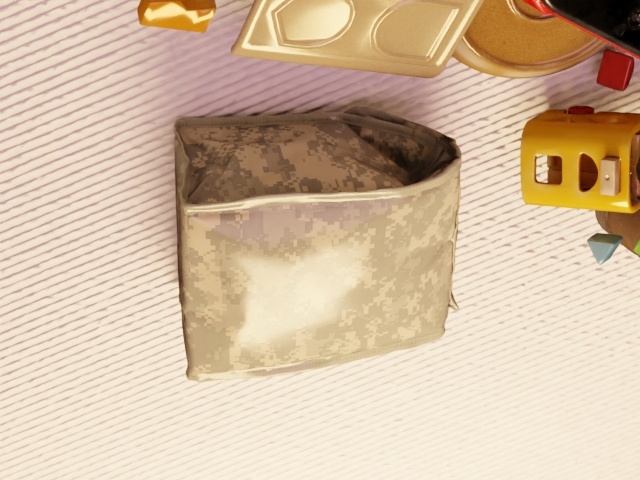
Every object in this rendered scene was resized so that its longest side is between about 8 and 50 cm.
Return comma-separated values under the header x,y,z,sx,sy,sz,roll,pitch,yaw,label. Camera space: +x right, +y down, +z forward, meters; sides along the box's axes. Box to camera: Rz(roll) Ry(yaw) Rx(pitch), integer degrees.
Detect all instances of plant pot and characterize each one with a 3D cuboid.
x,y,z,sx,sy,sz,roll,pitch,yaw,label
0.215,-0.250,1.523,0.236,0.032,0.236,-8,130,-9,plant pot

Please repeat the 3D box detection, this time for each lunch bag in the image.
x,y,z,sx,sy,sz,roll,pitch,yaw,label
0.000,0.000,1.582,0.287,0.169,0.235,-3,129,-6,lunch bag

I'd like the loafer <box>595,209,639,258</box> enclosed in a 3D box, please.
x,y,z,sx,sy,sz,roll,pitch,yaw,label
0.485,-0.012,1.718,0.366,0.130,0.134,-4,129,-11,loafer

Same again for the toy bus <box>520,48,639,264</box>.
x,y,z,sx,sy,sz,roll,pitch,yaw,label
0.298,-0.075,1.576,0.191,0.104,0.202,48,122,9,toy bus

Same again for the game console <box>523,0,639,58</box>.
x,y,z,sx,sy,sz,roll,pitch,yaw,label
0.391,-0.311,1.484,0.386,0.060,0.342,20,112,-33,game console

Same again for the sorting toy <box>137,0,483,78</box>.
x,y,z,sx,sy,sz,roll,pitch,yaw,label
0.008,-0.235,1.376,0.307,0.041,0.229,4,143,-25,sorting toy
